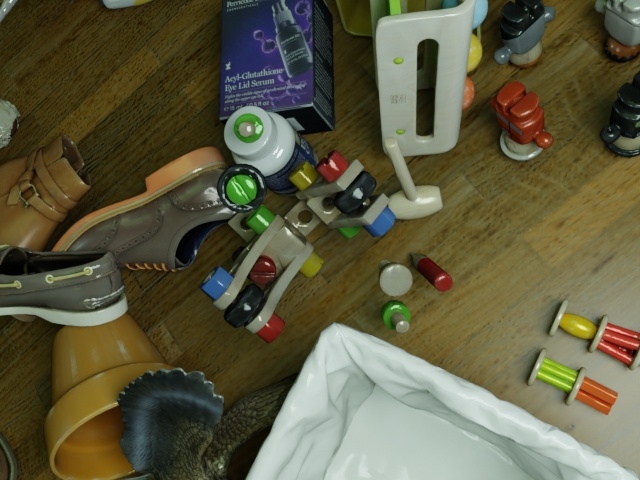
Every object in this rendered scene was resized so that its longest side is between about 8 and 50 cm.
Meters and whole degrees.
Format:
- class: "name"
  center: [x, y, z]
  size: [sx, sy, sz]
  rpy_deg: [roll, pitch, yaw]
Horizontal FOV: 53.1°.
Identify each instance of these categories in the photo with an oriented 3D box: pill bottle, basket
- class: "pill bottle"
  center: [-0.071, -0.129, 0.923]
  size: [0.094, 0.169, 0.094]
  rpy_deg: [-4, 78, 17]
- class: "basket"
  center: [0.100, 0.312, 0.701]
  size: [0.328, 0.266, 0.331]
  rpy_deg: [25, 83, 17]

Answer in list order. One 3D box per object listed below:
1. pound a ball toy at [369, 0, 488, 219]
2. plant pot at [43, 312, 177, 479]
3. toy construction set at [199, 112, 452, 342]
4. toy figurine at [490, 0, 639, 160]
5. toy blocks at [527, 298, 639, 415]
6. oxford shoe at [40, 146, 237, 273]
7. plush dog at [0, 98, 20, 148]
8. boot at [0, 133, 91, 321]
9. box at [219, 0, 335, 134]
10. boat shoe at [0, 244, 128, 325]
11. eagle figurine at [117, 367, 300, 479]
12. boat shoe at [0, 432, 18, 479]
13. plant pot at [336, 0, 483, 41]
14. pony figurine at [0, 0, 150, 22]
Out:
- class: "pound a ball toy"
  center: [0.141, -0.186, 0.815]
  size: [0.136, 0.319, 0.208]
  rpy_deg: [-6, 65, 6]
- class: "plant pot"
  center: [-0.302, 0.209, 0.925]
  size: [0.205, 0.205, 0.188]
  rpy_deg: [-39, 54, 7]
- class: "toy construction set"
  center: [0.000, 0.000, 0.868]
  size: [0.309, 0.237, 0.257]
  rpy_deg: [19, 99, -8]
- class: "toy figurine"
  center: [0.330, -0.213, 0.830]
  size: [0.213, 0.148, 0.209]
  rpy_deg: [-3, 72, 20]
- class: "toy blocks"
  center: [0.347, 0.155, 0.786]
  size: [0.148, 0.054, 0.123]
  rpy_deg: [23, 86, 21]
- class: "oxford shoe"
  center: [-0.279, 0.004, 0.991]
  size: [0.364, 0.130, 0.132]
  rpy_deg: [-33, 83, 15]
- class: "plush dog"
  center: [-0.699, -0.172, 1.122]
  size: [0.225, 0.210, 0.262]
  rpy_deg: [-17, 41, 44]
- class: "boot"
  center: [-0.469, -0.027, 1.081]
  size: [0.220, 0.109, 0.283]
  rpy_deg: [-31, 63, 6]
- class: "box"
  center: [-0.065, -0.271, 0.986]
  size: [0.153, 0.108, 0.207]
  rpy_deg: [-6, 77, 18]
- class: "boat shoe"
  center: [-0.438, 0.054, 0.932]
  size: [0.324, 0.116, 0.096]
  rpy_deg: [4, 111, 13]
- class: "eagle figurine"
  center: [-0.149, 0.279, 0.832]
  size: [0.225, 0.226, 0.298]
  rpy_deg: [16, 97, 2]
- class: "boat shoe"
  center: [-0.632, 0.323, 1.046]
  size: [0.307, 0.104, 0.110]
  rpy_deg: [27, 88, 21]
- class: "plant pot"
  center: [0.140, -0.428, 0.911]
  size: [0.212, 0.212, 0.187]
  rpy_deg: [12, 69, 20]
- class: "pony figurine"
  center: [-0.425, -0.557, 1.106]
  size: [0.363, 0.303, 0.351]
  rpy_deg: [-6, 85, 2]
